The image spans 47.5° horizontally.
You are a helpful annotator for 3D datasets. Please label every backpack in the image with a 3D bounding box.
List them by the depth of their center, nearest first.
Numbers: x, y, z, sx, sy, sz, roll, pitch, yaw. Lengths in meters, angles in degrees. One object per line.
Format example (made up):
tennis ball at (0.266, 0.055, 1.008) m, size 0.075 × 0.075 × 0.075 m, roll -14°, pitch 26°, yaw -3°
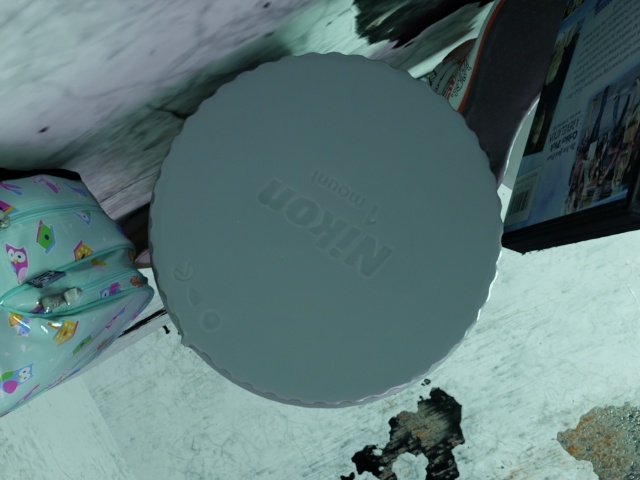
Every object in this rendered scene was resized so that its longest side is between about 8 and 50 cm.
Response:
backpack at (-0.175, 0.030, 0.374) m, size 0.152 × 0.115 × 0.182 m, roll -33°, pitch 179°, yaw 21°

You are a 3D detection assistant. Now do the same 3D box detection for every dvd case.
dvd case at (0.163, -0.120, 0.385) m, size 0.180 × 0.022 × 0.253 m, roll 128°, pitch -20°, yaw -84°

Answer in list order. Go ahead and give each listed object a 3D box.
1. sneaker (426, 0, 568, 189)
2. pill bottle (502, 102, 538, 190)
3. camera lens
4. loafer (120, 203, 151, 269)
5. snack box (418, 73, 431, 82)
sneaker at (0.161, -0.167, 0.632) m, size 0.145 × 0.090 × 0.270 m, roll -86°, pitch -163°, yaw -52°
pill bottle at (0.357, -0.188, 0.983) m, size 0.210 × 0.210 × 0.363 m, roll -31°, pitch 178°, yaw 35°
camera lens at (0.000, 0.000, 0.535) m, size 0.219 × 0.219 × 0.274 m, roll -29°, pitch 178°, yaw -4°
loafer at (-0.108, -0.011, 0.702) m, size 0.220 × 0.078 × 0.080 m, roll -29°, pitch 177°, yaw -25°
snack box at (0.081, -0.094, 0.828) m, size 0.207 × 0.070 × 0.174 m, roll -28°, pitch 159°, yaw -23°
